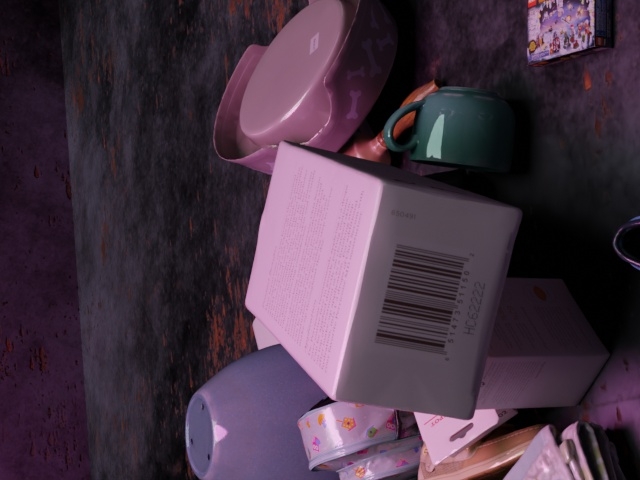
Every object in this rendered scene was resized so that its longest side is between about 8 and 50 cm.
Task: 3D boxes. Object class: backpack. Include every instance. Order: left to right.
[{"bbox_3d":[0.069,0.273,1.754,0.166,0.188,0.144,142,125,-58],"label":"backpack"}]

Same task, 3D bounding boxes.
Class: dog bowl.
[{"bbox_3d":[-0.019,-0.247,1.919,0.349,0.102,0.349,-40,32,32],"label":"dog bowl"}]

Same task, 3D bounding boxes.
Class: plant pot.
[{"bbox_3d":[-0.104,0.305,2.018,0.290,0.195,0.290,-179,90,-65],"label":"plant pot"}]

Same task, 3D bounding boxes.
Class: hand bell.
[{"bbox_3d":[0.102,-0.153,1.840,0.242,0.126,0.126,-43,49,40],"label":"hand bell"}]

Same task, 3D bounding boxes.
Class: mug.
[{"bbox_3d":[0.173,-0.143,1.587,0.129,0.157,0.097,8,91,41],"label":"mug"}]

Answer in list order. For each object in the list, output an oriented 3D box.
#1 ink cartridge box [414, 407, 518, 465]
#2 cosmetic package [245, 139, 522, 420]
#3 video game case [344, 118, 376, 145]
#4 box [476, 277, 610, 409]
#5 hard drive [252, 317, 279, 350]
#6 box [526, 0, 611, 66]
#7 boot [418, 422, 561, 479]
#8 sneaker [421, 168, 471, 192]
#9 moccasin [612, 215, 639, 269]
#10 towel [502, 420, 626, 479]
[{"bbox_3d":[0.167,0.185,1.519,0.104,0.061,0.181,-39,40,21],"label":"ink cartridge box"},{"bbox_3d":[0.051,0.028,1.452,0.453,0.161,0.230,-146,68,-72],"label":"cosmetic package"},{"bbox_3d":[0.027,-0.157,2.058,0.190,0.022,0.173,-113,35,-42],"label":"video game case"},{"bbox_3d":[0.221,0.118,1.455,0.091,0.170,0.130,-67,33,35],"label":"box"},{"bbox_3d":[-0.035,0.224,2.152,0.210,0.040,0.319,121,142,-47],"label":"hard drive"},{"bbox_3d":[0.292,-0.262,1.489,0.137,0.027,0.094,174,98,-65],"label":"box"},{"bbox_3d":[0.201,0.211,1.593,0.262,0.095,0.203,-39,49,54],"label":"boot"},{"bbox_3d":[0.136,-0.009,1.750,0.314,0.116,0.136,146,112,-68],"label":"sneaker"},{"bbox_3d":[0.398,0.031,1.143,0.342,0.116,0.138,180,91,-65],"label":"moccasin"},{"bbox_3d":[0.271,0.427,1.422,0.374,0.090,0.321,-65,36,41],"label":"towel"}]
